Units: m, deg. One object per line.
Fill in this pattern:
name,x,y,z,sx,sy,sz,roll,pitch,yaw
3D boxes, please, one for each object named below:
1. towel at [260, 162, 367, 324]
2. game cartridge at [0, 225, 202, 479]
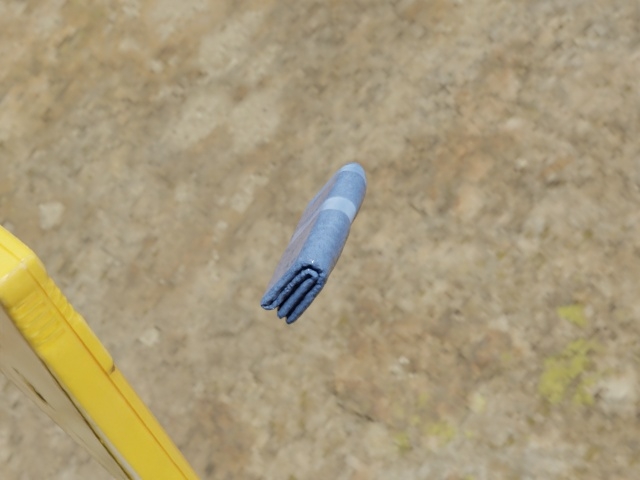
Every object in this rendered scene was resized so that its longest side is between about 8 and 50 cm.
towel,0.000,0.000,0.932,0.067,0.029,0.119,-48,11,40
game cartridge,-0.241,0.062,1.082,0.053,0.323,0.285,-42,49,-18
